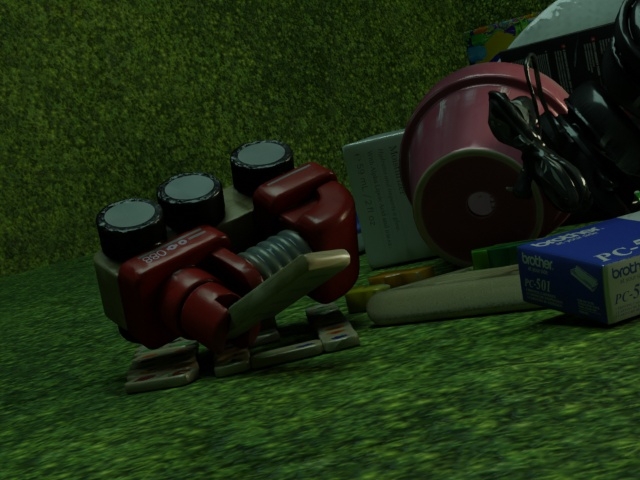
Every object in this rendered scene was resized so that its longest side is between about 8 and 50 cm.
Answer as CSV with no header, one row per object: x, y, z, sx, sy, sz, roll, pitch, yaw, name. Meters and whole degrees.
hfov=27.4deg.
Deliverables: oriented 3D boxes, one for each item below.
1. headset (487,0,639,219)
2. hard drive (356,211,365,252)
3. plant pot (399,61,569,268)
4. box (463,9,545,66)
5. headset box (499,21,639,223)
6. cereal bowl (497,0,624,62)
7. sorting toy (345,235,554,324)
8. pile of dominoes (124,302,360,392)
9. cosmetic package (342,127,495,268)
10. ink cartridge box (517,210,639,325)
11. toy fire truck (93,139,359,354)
0.300,-0.102,1.177,0.394,0.185,0.243,-3,-41,-40,headset
0.000,0.000,1.834,0.210,0.040,0.319,-10,6,31,hard drive
0.171,-0.064,1.347,0.201,0.201,0.180,-11,20,19,plant pot
0.444,-0.273,2.368,0.279,0.290,0.177,-9,6,45,box
0.373,-0.146,1.488,0.293,0.218,0.110,-10,5,39,headset box
0.364,-0.183,1.805,0.339,0.339,0.141,-17,50,-41,cereal bowl
0.141,0.025,1.158,0.307,0.041,0.229,-9,6,36,sorting toy
-0.076,0.076,1.143,0.196,0.040,0.251,-13,4,-4,pile of dominoes
0.144,-0.065,1.551,0.184,0.151,0.151,-13,5,17,cosmetic package
0.256,0.007,0.953,0.207,0.046,0.097,-15,15,-26,ink cartridge box
-0.041,0.016,1.077,0.217,0.158,0.246,-27,38,-31,toy fire truck
